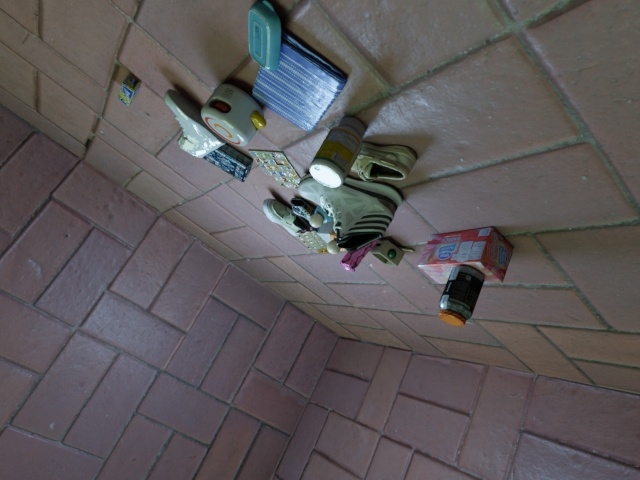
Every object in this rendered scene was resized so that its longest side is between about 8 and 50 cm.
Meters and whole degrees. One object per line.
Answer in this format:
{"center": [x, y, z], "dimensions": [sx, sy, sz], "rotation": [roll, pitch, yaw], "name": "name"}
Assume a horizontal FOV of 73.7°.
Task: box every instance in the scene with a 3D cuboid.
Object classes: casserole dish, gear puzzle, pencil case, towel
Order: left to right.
{"center": [-0.154, -0.540, 1.141], "dimensions": [0.114, 0.037, 0.188], "rotation": [47, 152, 19], "name": "casserole dish"}
{"center": [-0.076, -0.470, 1.303], "dimensions": [0.243, 0.040, 0.336], "rotation": [31, 161, -11], "name": "towel"}
{"center": [0.000, 0.000, 2.219], "dimensions": [0.175, 0.044, 0.339], "rotation": [-6, 157, 14], "name": "gear puzzle"}
{"center": [0.176, 0.046, 1.908], "dimensions": [0.095, 0.209, 0.098], "rotation": [38, 178, -13], "name": "pencil case"}

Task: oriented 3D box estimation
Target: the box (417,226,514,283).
{"center": [0.535, 0.064, 1.594], "dimensions": [0.142, 0.154, 0.300], "rotation": [38, 156, -23], "name": "box"}

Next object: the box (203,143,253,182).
{"center": [-0.418, -0.365, 1.915], "dimensions": [0.220, 0.051, 0.175], "rotation": [31, 158, -6], "name": "box"}

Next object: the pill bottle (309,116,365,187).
{"center": [0.059, -0.278, 1.320], "dimensions": [0.117, 0.208, 0.117], "rotation": [24, 158, 10], "name": "pill bottle"}

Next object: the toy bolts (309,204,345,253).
{"center": [0.069, -0.065, 1.783], "dimensions": [0.228, 0.158, 0.218], "rotation": [49, 154, -4], "name": "toy bolts"}

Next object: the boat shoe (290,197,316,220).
{"center": [-0.058, -0.138, 1.971], "dimensions": [0.183, 0.065, 0.083], "rotation": [20, 159, 22], "name": "boat shoe"}

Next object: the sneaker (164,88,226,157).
{"center": [-0.542, -0.451, 1.716], "dimensions": [0.169, 0.108, 0.292], "rotation": [-27, 129, 25], "name": "sneaker"}

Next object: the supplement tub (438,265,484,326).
{"center": [0.482, 0.193, 1.478], "dimensions": [0.117, 0.190, 0.117], "rotation": [25, 158, 11], "name": "supplement tub"}

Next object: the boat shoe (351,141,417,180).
{"center": [0.162, -0.251, 1.405], "dimensions": [0.302, 0.098, 0.109], "rotation": [11, 153, 37], "name": "boat shoe"}

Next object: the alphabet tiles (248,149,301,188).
{"center": [-0.180, -0.301, 1.833], "dimensions": [0.198, 0.009, 0.237], "rotation": [12, 153, 36], "name": "alphabet tiles"}

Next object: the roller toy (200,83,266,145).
{"center": [-0.298, -0.437, 1.477], "dimensions": [0.191, 0.146, 0.209], "rotation": [37, 169, -28], "name": "roller toy"}

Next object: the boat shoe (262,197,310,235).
{"center": [-0.162, -0.121, 2.119], "dimensions": [0.094, 0.109, 0.302], "rotation": [-9, 149, 34], "name": "boat shoe"}

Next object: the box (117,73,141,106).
{"center": [-0.798, -0.624, 1.780], "dimensions": [0.054, 0.059, 0.169], "rotation": [35, 158, -23], "name": "box"}

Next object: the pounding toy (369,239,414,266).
{"center": [0.319, 0.049, 1.926], "dimensions": [0.130, 0.100, 0.141], "rotation": [36, 168, -17], "name": "pounding toy"}

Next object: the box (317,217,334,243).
{"center": [0.060, -0.045, 1.990], "dimensions": [0.087, 0.101, 0.102], "rotation": [3, 149, 47], "name": "box"}

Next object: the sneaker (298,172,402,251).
{"center": [0.060, -0.112, 1.624], "dimensions": [0.447, 0.257, 0.169], "rotation": [14, 155, 32], "name": "sneaker"}
